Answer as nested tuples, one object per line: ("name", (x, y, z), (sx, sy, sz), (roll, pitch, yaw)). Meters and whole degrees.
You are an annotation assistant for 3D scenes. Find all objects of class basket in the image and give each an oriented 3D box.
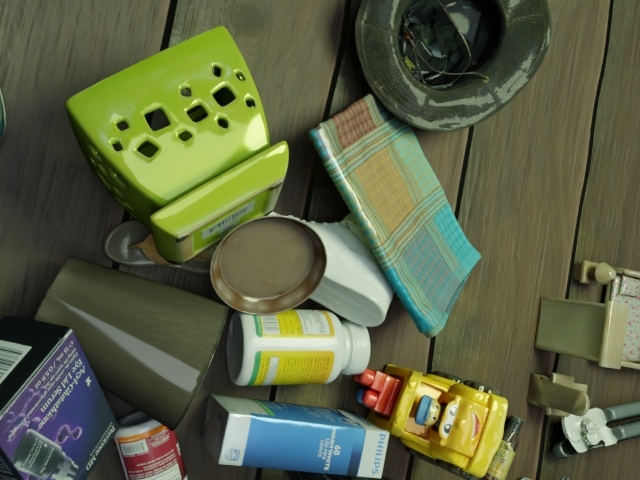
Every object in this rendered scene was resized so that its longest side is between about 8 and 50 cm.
("basket", (-0.270, 0.128, 0.879), (0.227, 0.154, 0.204), (26, 49, -14))

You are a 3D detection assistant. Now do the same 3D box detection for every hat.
("hat", (0.215, -0.346, 1.082), (0.331, 0.134, 0.331), (-1, 97, -4))

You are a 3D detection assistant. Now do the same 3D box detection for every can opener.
("can opener", (0.578, 0.369, 1.264), (0.280, 0.093, 0.074), (-4, 62, -25))

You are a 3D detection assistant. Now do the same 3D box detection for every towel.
("towel", (0.139, -0.059, 1.033), (0.370, 0.040, 0.271), (60, 38, -11))

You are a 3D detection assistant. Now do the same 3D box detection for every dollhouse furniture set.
("dollhouse furniture set", (0.614, 0.208, 1.221), (0.356, 0.174, 0.303), (11, 86, -21))

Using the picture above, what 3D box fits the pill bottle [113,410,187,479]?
("pill bottle", (-0.245, 0.329, 0.924), (0.086, 0.086, 0.152), (-16, 96, -21))

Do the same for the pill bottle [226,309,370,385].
("pill bottle", (-0.033, 0.167, 0.991), (0.208, 0.117, 0.117), (3, 89, -22))

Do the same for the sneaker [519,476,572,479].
("sneaker", (0.378, 0.532, 1.169), (0.269, 0.101, 0.153), (-12, 94, -27))

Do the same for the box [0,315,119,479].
("box", (-0.359, 0.222, 0.781), (0.153, 0.108, 0.207), (-65, 155, -46))

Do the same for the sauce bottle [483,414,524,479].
("sauce bottle", (0.345, 0.392, 1.184), (0.042, 0.042, 0.128), (29, 78, -19))

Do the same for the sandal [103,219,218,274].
("sandal", (-0.230, 0.013, 0.949), (0.180, 0.049, 0.072), (14, 85, -21))

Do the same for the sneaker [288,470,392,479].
("sneaker", (0.036, 0.396, 1.050), (0.170, 0.089, 0.051), (16, 95, 15))

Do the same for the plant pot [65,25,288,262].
("plant pot", (-0.174, -0.107, 0.850), (0.228, 0.227, 0.207), (-32, 84, -17))

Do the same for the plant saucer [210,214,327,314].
("plant saucer", (-0.075, 0.032, 0.906), (0.169, 0.029, 0.168), (-7, 121, -12))

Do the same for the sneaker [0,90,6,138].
("sneaker", (-0.473, -0.255, 0.820), (0.107, 0.110, 0.275), (-18, 96, -21))

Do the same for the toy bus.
("toy bus", (0.159, 0.269, 1.021), (0.211, 0.220, 0.149), (27, 77, -13))

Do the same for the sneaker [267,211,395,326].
("sneaker", (0.000, 0.000, 1.024), (0.293, 0.108, 0.169), (32, 50, -1))

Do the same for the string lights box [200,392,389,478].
("string lights box", (-0.041, 0.301, 0.979), (0.260, 0.133, 0.076), (13, 85, -21))
